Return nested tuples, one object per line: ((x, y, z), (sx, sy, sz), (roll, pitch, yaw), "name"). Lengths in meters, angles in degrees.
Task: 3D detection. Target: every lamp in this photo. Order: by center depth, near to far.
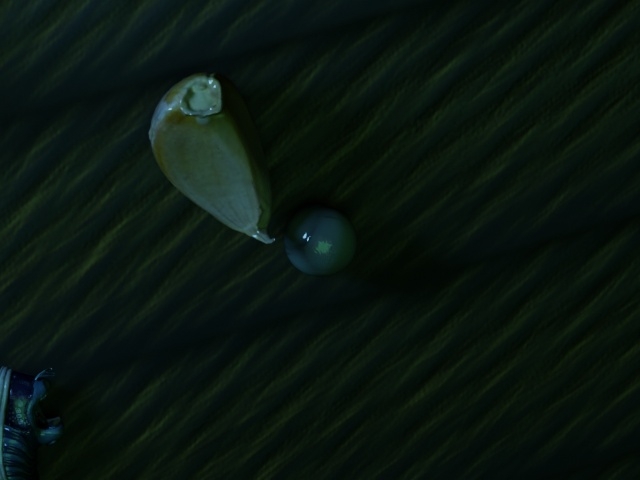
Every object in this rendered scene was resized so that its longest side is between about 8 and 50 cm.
((0.000, 0.000, 2.065), (0.105, 0.105, 0.105), (-3, 112, -7), "lamp")

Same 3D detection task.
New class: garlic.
((-0.137, -0.115, 1.966), (0.145, 0.164, 0.245), (-33, 120, -13), "garlic")

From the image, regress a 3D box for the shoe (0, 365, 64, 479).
((-0.425, 0.281, 2.121), (0.106, 0.091, 0.207), (2, 108, -3), "shoe")
